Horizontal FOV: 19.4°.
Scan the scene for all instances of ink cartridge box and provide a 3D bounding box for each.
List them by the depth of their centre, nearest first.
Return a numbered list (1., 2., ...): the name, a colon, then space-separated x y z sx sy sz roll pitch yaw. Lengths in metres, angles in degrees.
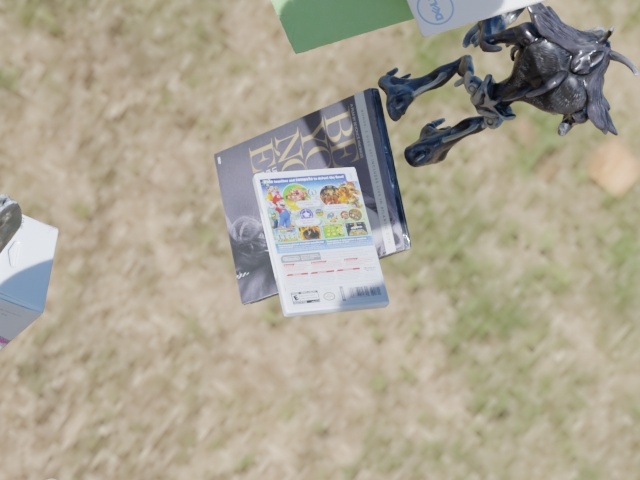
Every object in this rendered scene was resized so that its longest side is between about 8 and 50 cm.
1. ink cartridge box: 0.047 -0.225 1.307 0.171 0.235 0.056 65 24 -21
2. ink cartridge box: -0.279 0.042 1.605 0.052 0.122 0.089 23 53 -25

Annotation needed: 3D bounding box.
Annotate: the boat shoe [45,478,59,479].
1. boat shoe: -0.200 0.245 1.498 0.109 0.098 0.302 12 13 26

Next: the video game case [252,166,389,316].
1. video game case: 0.000 0.000 1.474 0.087 0.011 0.122 -5 66 -21

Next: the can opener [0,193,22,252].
1. can opener: -0.303 0.071 1.233 0.095 0.283 0.076 37 -4 12

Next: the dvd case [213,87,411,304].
1. dvd case: -0.013 -0.041 1.875 0.018 0.221 0.165 2 73 -50

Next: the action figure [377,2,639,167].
1. action figure: 0.189 -0.163 1.768 0.164 0.275 0.141 52 44 -22
